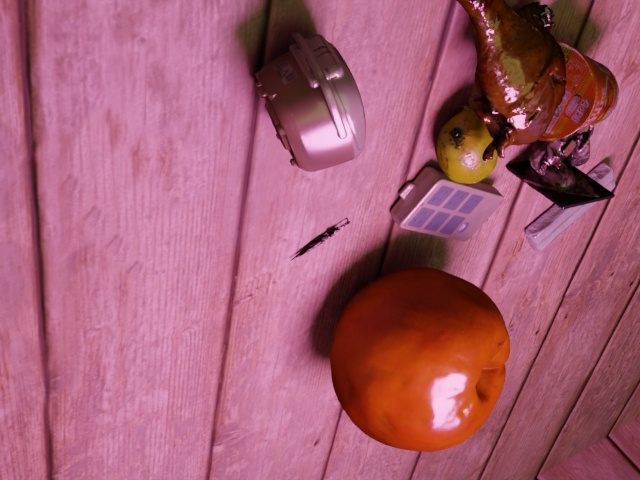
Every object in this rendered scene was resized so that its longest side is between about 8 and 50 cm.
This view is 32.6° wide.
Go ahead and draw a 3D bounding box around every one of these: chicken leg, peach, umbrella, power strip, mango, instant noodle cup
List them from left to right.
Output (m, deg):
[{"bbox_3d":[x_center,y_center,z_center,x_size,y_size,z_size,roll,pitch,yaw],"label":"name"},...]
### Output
[{"bbox_3d":[0.000,-0.001,1.838,0.122,0.013,0.022,-33,170,-14],"label":"umbrella"},{"bbox_3d":[0.174,0.212,2.019,0.343,0.302,0.342,-36,134,-48],"label":"peach"},{"bbox_3d":[0.233,-0.063,1.978,0.270,0.046,0.118,10,123,-53],"label":"power strip"},{"bbox_3d":[0.254,-0.152,1.837,0.119,0.100,0.178,-41,156,-3],"label":"mango"},{"bbox_3d":[0.291,-0.299,1.655,0.211,0.140,0.361,-55,142,-34],"label":"chicken leg"},{"bbox_3d":[0.416,-0.251,1.844,0.185,0.168,0.168,-8,137,-56],"label":"instant noodle cup"}]

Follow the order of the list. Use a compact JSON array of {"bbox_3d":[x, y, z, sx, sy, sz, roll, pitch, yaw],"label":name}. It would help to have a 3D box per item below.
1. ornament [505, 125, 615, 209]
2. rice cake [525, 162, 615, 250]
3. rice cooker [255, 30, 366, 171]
[{"bbox_3d":[0.461,-0.184,1.994,0.166,0.153,0.196,-14,131,-38],"label":"ornament"},{"bbox_3d":[0.524,-0.067,2.290,0.226,0.040,0.085,-42,148,2],"label":"rice cake"},{"bbox_3d":[-0.010,-0.181,1.474,0.127,0.145,0.206,-29,146,0],"label":"rice cooker"}]
